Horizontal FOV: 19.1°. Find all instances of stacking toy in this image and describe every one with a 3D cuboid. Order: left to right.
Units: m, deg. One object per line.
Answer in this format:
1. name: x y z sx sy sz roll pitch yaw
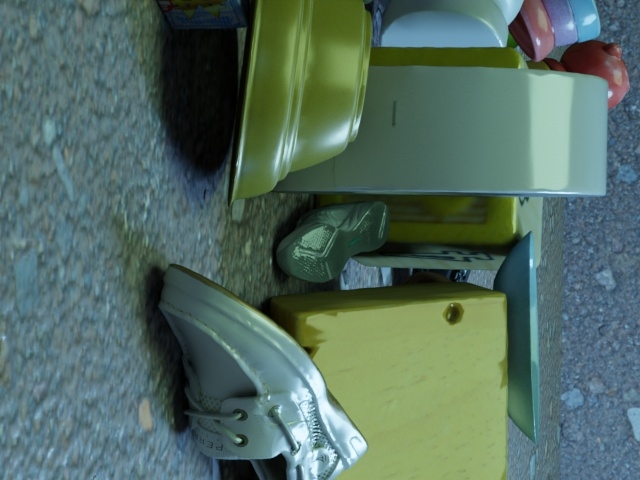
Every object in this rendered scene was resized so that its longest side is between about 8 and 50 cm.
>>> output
1. stacking toy: 0.292 -0.311 2.465 0.309 0.130 0.279 67 -2 -57

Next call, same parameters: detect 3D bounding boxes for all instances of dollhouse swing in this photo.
1. dollhouse swing: 0.007 0.211 1.714 0.315 0.305 0.347 -4 96 -35

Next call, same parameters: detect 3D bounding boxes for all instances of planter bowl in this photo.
1. planter bowl: -0.012 -0.127 1.408 0.217 0.090 0.217 -173 -90 -87

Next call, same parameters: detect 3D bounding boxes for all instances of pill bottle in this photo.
1. pill bottle: 0.144 -0.312 2.034 0.162 0.162 0.278 72 24 -54

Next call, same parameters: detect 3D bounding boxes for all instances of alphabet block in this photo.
1. alphabet block: 0.111 -0.075 1.843 0.197 0.193 0.192 35 55 -74

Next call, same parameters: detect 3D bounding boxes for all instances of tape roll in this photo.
1. tape roll: 0.097 -0.087 1.592 0.286 0.286 0.100 -2 94 -77

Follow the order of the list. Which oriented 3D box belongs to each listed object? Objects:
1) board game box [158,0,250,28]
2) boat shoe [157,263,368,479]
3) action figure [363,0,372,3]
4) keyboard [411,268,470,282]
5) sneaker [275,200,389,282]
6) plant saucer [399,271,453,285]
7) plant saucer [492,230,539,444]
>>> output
1. board game box: -0.089 -0.239 1.277 0.194 0.060 0.194 -26 116 -75
2. boat shoe: -0.052 0.119 1.387 0.096 0.098 0.277 -50 139 -12
3. action figure: 0.030 -0.341 1.710 0.185 0.099 0.285 -71 163 -71
4. keyboard: 0.149 0.008 2.128 0.201 0.033 0.317 -16 125 -64
5. sneaker: 0.000 0.000 1.688 0.152 0.061 0.053 -24 117 -53
6. plant saucer: 0.115 0.129 1.825 0.200 0.037 0.200 179 -90 -66
7. plant saucer: 0.177 0.088 1.728 0.195 0.037 0.195 -2 90 -81
